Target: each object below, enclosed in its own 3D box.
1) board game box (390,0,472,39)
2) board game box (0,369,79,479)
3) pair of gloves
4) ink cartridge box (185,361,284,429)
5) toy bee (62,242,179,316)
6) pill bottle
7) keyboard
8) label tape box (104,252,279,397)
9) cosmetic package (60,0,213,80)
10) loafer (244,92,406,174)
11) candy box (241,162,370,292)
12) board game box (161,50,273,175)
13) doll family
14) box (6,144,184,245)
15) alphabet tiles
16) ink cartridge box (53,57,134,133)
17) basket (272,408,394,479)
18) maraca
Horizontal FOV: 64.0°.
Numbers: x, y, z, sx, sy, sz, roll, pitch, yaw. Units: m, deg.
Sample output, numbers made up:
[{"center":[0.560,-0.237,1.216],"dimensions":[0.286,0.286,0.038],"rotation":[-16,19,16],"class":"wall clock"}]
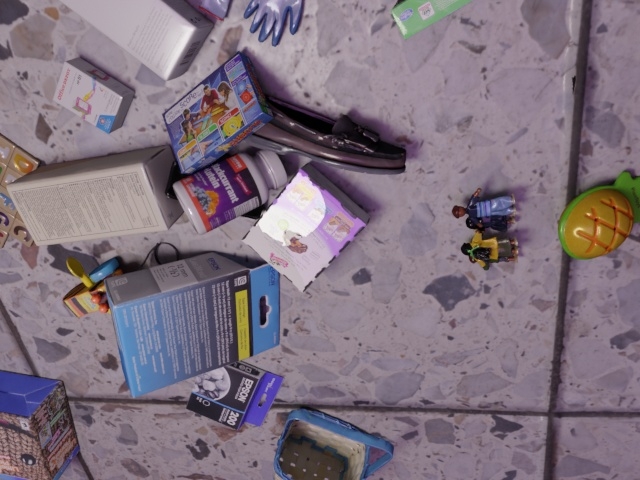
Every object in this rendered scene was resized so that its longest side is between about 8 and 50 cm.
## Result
[{"center":[0.252,-0.387,0.696],"dimensions":[0.318,0.213,0.046],"rotation":[-24,112,22],"class":"board game box"},{"center":[-0.852,0.533,1.454],"dimensions":[0.232,0.141,0.290],"rotation":[7,119,7],"class":"board game box"},{"center":[-0.116,-0.429,0.855],"dimensions":[0.198,0.023,0.159],"rotation":[26,118,-5],"class":"pair of gloves"},{"center":[-0.223,0.394,1.313],"dimensions":[0.209,0.045,0.206],"rotation":[21,120,-3],"class":"ink cartridge box"},{"center":[-0.483,0.104,1.138],"dimensions":[0.195,0.162,0.298],"rotation":[39,118,-9],"class":"toy bee"},{"center":[-0.164,-0.099,0.955],"dimensions":[0.194,0.108,0.108],"rotation":[-29,114,-15],"class":"pill bottle"},{"center":[-0.203,-0.110,1.020],"dimensions":[0.192,0.038,0.100],"rotation":[15,93,-19],"class":"keyboard"},{"center":[-0.268,0.166,1.130],"dimensions":[0.348,0.115,0.248],"rotation":[-16,125,-28],"class":"label tape box"},{"center":[-0.317,-0.395,0.877],"dimensions":[0.231,0.085,0.117],"rotation":[38,118,-9],"class":"cosmetic package"},{"center":[0.010,-0.190,0.915],"dimensions":[0.303,0.109,0.095],"rotation":[13,115,7],"class":"loafer"},{"center":[-0.030,-0.024,1.008],"dimensions":[0.165,0.070,0.196],"rotation":[41,111,-3],"class":"candy box"},{"center":[-0.191,-0.226,0.929],"dimensions":[0.201,0.035,0.136],"rotation":[-29,72,24],"class":"board game box"},{"center":[0.313,-0.017,0.973],"dimensions":[0.112,0.076,0.192],"rotation":[-5,112,18],"class":"doll family"},{"center":[-0.445,-0.090,1.045],"dimensions":[0.312,0.121,0.147],"rotation":[-5,117,13],"class":"box"},{"center":[-0.773,-0.140,1.145],"dimensions":[0.343,0.011,0.285],"rotation":[37,118,-10],"class":"alphabet tiles"},{"center":[-0.434,-0.277,0.981],"dimensions":[0.123,0.052,0.088],"rotation":[32,120,-6],"class":"ink cartridge box"},{"center":[0.016,0.521,1.245],"dimensions":[0.255,0.201,0.288],"rotation":[21,130,0],"class":"basket"},{"center":[0.504,-0.042,0.908],"dimensions":[0.186,0.099,0.127],"rotation":[-34,112,-2],"class":"maraca"}]
